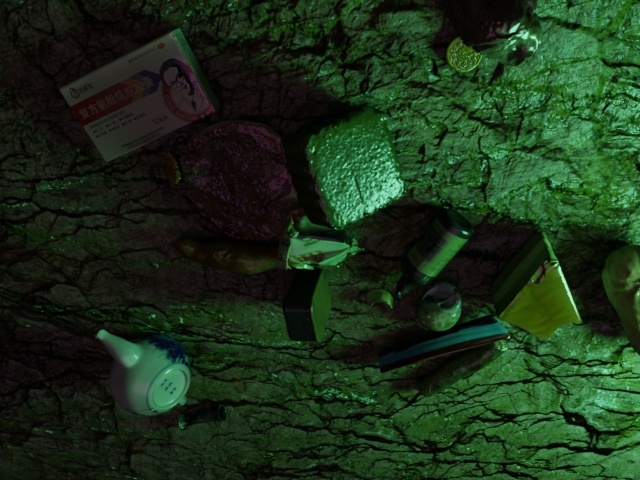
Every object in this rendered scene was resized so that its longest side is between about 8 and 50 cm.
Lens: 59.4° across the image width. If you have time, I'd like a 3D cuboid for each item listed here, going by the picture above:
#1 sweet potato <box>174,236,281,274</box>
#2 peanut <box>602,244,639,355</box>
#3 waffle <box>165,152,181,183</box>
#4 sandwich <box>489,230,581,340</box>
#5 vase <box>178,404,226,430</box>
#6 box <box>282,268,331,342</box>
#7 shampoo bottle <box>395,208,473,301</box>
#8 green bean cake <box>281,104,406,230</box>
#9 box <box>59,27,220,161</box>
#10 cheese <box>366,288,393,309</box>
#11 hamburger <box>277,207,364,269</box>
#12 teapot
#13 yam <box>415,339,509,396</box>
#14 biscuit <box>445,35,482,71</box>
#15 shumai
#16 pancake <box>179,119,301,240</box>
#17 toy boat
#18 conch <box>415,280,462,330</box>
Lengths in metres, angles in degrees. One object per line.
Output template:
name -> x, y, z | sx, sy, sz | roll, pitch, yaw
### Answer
sweet potato -> -0.246, 0.046, 1.598 | 0.355, 0.095, 0.106 | 2, 78, 4
peanut -> 0.860, 0.176, 1.451 | 0.170, 0.192, 0.387 | -29, 111, 13
waffle -> -0.399, -0.194, 1.513 | 0.078, 0.016, 0.085 | 17, 122, 52
sandwich -> 0.600, 0.124, 1.484 | 0.198, 0.155, 0.227 | 26, 119, -8
vase -> -0.415, 0.622, 1.967 | 0.167, 0.059, 0.059 | -18, 115, 17
box -> -0.036, 0.182, 1.587 | 0.090, 0.201, 0.144 | -2, 120, 14
shampoo bottle -> 0.290, 0.047, 1.517 | 0.101, 0.101, 0.284 | 30, 119, -8
green bean cake -> 0.056, -0.178, 1.350 | 0.247, 0.156, 0.249 | -29, 111, -18
box -> -0.457, -0.362, 1.426 | 0.353, 0.069, 0.214 | -19, 114, 16
cheese -> 0.169, 0.168, 1.627 | 0.084, 0.060, 0.041 | 3, 125, 13
hamburger -> 0.003, 0.001, 1.505 | 0.235, 0.125, 0.214 | -7, 155, -9
teapot -> -0.557, 0.413, 1.785 | 0.280, 0.252, 0.424 | 21, 152, 35
yam -> 0.428, 0.387, 1.705 | 0.317, 0.071, 0.067 | -40, 70, 26
biscuit -> 0.330, -0.431, 1.290 | 0.084, 0.023, 0.084 | 4, 118, 7
shumai -> 0.366, -0.471, 1.206 | 0.184, 0.218, 0.185 | -32, 154, -3
pancake -> -0.201, -0.155, 1.501 | 0.356, 0.065, 0.356 | 6, 119, 11
toy boat -> 0.354, 0.309, 1.653 | 0.392, 0.136, 0.079 | -23, 81, 20
conch -> 0.340, 0.196, 1.595 | 0.116, 0.106, 0.172 | 24, 103, 18
